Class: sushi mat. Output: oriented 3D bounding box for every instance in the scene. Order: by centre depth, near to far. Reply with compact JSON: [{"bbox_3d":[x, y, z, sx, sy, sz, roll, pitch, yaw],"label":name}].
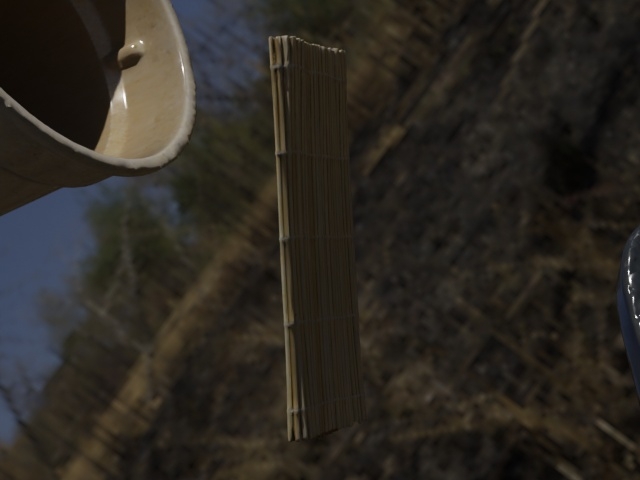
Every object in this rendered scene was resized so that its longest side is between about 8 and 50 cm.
[{"bbox_3d":[0.000,0.000,1.395,0.151,0.019,0.316,-7,-86,-71],"label":"sushi mat"}]

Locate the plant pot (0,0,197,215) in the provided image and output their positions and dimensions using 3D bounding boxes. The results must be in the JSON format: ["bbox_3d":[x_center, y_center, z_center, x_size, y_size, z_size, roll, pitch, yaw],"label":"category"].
[{"bbox_3d":[-0.320,-0.128,1.357,0.305,0.334,0.334,-30,9,25],"label":"plant pot"}]

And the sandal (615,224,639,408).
[{"bbox_3d":[0.286,0.176,1.182,0.107,0.167,0.446,85,-172,-52],"label":"sandal"}]
